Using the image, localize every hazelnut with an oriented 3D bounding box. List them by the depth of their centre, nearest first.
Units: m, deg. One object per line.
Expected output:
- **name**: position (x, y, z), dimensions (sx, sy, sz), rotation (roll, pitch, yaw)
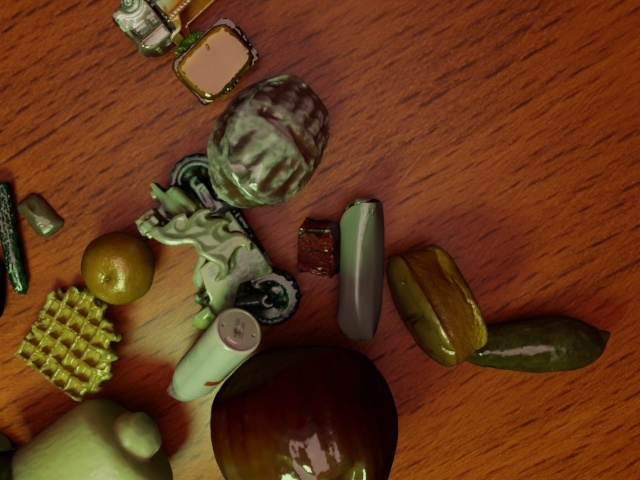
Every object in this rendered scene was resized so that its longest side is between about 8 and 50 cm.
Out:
- **hazelnut**: position (-0.038, 0.385, 1.217), dimensions (0.402, 0.429, 0.402), rotation (2, 81, -12)

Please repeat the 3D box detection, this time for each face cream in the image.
- **face cream**: position (-0.234, 0.255, 1.275), dimensions (0.102, 0.102, 0.345), rotation (35, 138, -6)

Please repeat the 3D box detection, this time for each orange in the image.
- **orange**: position (-0.429, 0.056, 1.302), dimensions (0.158, 0.136, 0.159), rotation (2, 108, 8)

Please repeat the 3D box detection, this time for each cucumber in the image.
- **cucumber**: position (-0.680, -0.002, 1.331), dimensions (0.043, 0.044, 0.257), rotation (4, 104, 43)

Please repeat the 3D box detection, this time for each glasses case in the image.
- **glasses case**: position (0.091, 0.056, 1.332), dimensions (0.083, 0.128, 0.308), rotation (6, 100, 23)

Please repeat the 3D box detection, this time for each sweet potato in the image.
- **sweet potato**: position (0.432, 0.229, 1.366), dimensions (0.422, 0.130, 0.131), rotation (2, 99, 7)

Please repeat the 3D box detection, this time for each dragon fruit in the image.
- **dragon fruit**: position (0.000, 0.000, 1.336), dimensions (0.102, 0.096, 0.147), rotation (7, 130, 7)

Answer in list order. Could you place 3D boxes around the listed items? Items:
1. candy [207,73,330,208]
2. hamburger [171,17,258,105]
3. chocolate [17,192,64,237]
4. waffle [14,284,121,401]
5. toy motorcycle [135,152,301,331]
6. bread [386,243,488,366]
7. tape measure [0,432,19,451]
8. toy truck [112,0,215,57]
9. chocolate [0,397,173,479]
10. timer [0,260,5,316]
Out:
- **candy**: position (-0.099, -0.199, 1.224), dimensions (0.214, 0.157, 0.290), rotation (40, 67, -28)
- **hamburger**: position (-0.219, -0.375, 1.261), dimensions (0.166, 0.087, 0.137), rotation (-40, 104, 4)
- **chocolate**: position (-0.618, -0.055, 1.333), dimensions (0.064, 0.031, 0.101), rotation (-37, 97, 0)
- **waffle**: position (-0.528, 0.210, 1.329), dimensions (0.229, 0.057, 0.219), rotation (28, 90, 17)
- **toy motorcycle**: position (-0.225, 0.027, 1.293), dimensions (0.237, 0.169, 0.410), rotation (-31, 93, -3)
- **bread**: position (0.239, 0.136, 1.291), dimensions (0.142, 0.195, 0.270), rotation (-23, 67, -7)
- **tape measure**: position (-0.724, 0.518, 1.357), dimensions (0.154, 0.177, 0.087), rotation (39, 99, -18)
- **toy truck**: position (-0.284, -0.492, 1.234), dimensions (0.270, 0.114, 0.135), rotation (-41, 93, 3)
- **chocolate**: position (-0.473, 0.491, 1.306), dimensions (0.297, 0.326, 0.314), rotation (-46, 122, -17)
- **timer**: position (-0.793, 0.104, 1.345), dimensions (0.187, 0.055, 0.144), rotation (5, 97, 2)
